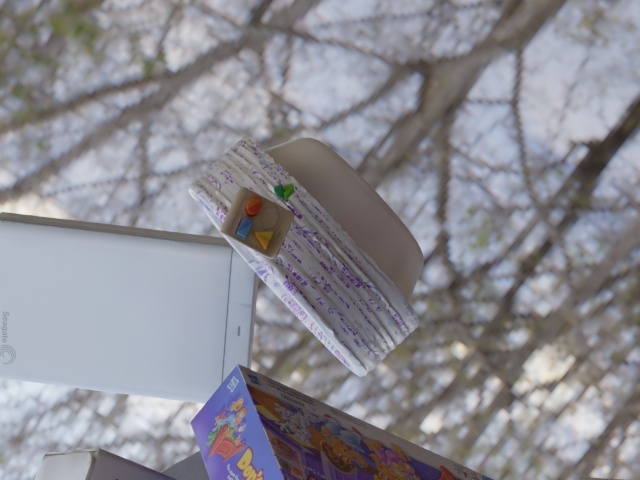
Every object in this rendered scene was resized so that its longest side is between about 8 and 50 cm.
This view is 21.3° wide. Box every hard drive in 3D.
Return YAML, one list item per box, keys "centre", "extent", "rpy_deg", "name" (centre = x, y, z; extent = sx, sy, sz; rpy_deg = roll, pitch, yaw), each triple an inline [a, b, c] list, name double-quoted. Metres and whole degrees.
- centre: [-0.265, 0.094, 2.294]
  extent: [0.353, 0.233, 0.047]
  rpy_deg: [7, -160, 4]
  name: "hard drive"

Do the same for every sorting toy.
- centre: [-0.057, -0.029, 1.684]
  extent: [0.062, 0.012, 0.083]
  rpy_deg: [26, -117, -5]
  name: "sorting toy"

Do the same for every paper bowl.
- centre: [0.000, 0.000, 1.861]
  extent: [0.284, 0.148, 0.284]
  rpy_deg: [47, 177, 3]
  name: "paper bowl"

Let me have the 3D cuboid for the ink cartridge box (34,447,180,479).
- centre: [-0.144, 0.324, 1.533]
  extent: [0.273, 0.114, 0.197]
  rpy_deg: [28, -114, -30]
  name: "ink cartridge box"

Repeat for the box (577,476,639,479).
- centre: [0.402, 0.328, 1.843]
  extent: [0.275, 0.113, 0.094]
  rpy_deg: [-3, -162, 28]
  name: "box"

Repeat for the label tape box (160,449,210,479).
- centre: [-0.159, 0.362, 1.979]
  extent: [0.106, 0.334, 0.240]
  rpy_deg: [58, 176, 30]
  name: "label tape box"

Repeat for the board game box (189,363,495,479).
- centre: [0.065, 0.267, 1.529]
  extent: [0.347, 0.078, 0.233]
  rpy_deg: [27, -159, -32]
  name: "board game box"
